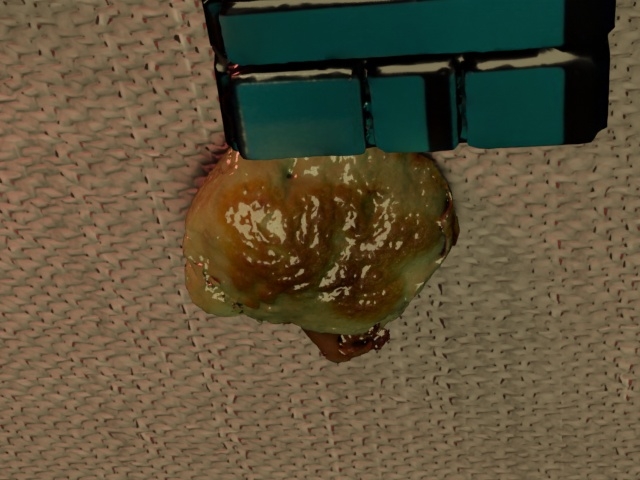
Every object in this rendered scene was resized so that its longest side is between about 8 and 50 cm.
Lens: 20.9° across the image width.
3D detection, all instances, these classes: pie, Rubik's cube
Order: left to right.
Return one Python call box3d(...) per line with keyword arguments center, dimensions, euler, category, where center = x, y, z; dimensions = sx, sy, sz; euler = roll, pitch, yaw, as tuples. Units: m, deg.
box3d(center=(0.003, -0.007, 1.701), dimensions=(0.274, 0.105, 0.257), euler=(23, 122, -30), category="pie")
box3d(center=(0.058, -0.247, 1.235), dimensions=(0.288, 0.293, 0.283), euler=(-1, 144, 4), category="Rubik's cube")
